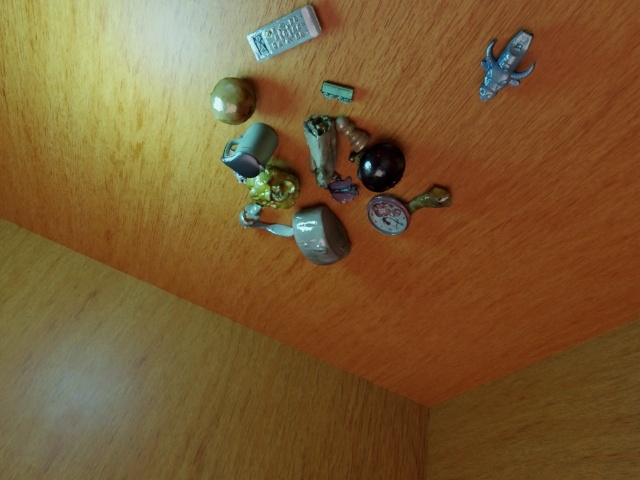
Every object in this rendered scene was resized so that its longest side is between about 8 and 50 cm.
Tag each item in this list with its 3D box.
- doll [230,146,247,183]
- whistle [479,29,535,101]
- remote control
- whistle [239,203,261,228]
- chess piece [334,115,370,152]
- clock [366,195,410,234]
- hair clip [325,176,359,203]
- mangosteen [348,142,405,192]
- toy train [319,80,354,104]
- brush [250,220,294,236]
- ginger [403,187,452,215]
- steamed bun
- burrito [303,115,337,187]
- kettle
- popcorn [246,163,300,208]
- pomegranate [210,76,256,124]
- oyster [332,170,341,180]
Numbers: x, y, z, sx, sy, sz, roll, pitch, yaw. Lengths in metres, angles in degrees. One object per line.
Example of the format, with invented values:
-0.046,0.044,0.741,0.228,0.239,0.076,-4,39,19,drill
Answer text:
-0.423,-0.390,2.112,0.090,0.067,0.220,11,136,13,doll
0.676,-0.633,1.479,0.180,0.093,0.269,37,138,13,whistle
-0.143,-0.818,1.589,0.312,0.055,0.110,-8,126,31,remote control
-0.404,-0.149,2.326,0.102,0.105,0.253,53,137,-5,whistle
0.136,-0.487,1.811,0.170,0.094,0.094,40,133,-18,chess piece
0.356,-0.130,2.116,0.244,0.056,0.245,19,138,18,clock
0.124,-0.255,2.092,0.186,0.056,0.146,-2,136,32,hair clip
0.247,-0.350,1.845,0.289,0.231,0.232,32,143,23,mangosteen
0.070,-0.633,1.718,0.147,0.038,0.071,16,135,3,toy train
-0.294,-0.068,2.420,0.296,0.068,0.060,14,159,9,brush
0.529,-0.180,2.016,0.131,0.086,0.294,28,146,-28,ginger
0.001,0.005,2.260,0.246,0.236,0.384,-11,130,29,steamed bun
0.010,-0.409,1.880,0.135,0.190,0.332,-25,142,-15,burrito
-0.340,-0.424,1.913,0.239,0.256,0.165,11,140,8,kettle
-0.241,-0.279,2.069,0.285,0.216,0.252,19,160,-9,popcorn
-0.384,-0.613,1.768,0.206,0.207,0.207,9,137,9,pomegranate
0.038,-0.334,2.046,0.131,0.029,0.086,-5,133,25,oyster
